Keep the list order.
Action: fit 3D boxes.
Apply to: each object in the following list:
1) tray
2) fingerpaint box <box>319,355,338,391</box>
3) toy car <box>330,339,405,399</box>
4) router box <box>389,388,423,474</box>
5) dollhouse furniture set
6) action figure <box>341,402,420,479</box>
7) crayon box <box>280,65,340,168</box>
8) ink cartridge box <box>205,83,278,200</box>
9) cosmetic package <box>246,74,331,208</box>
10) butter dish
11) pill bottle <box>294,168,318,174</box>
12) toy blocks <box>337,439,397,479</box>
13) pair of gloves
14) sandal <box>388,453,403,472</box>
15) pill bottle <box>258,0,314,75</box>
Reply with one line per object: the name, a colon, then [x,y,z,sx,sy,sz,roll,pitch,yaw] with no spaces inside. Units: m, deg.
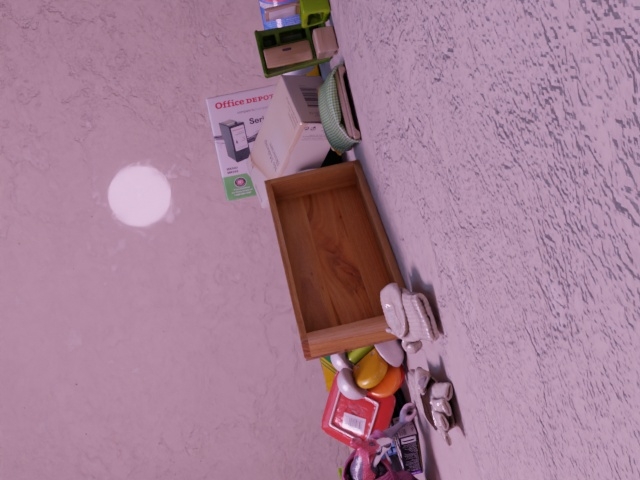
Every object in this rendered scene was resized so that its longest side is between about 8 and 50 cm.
tray: [0.026,0.023,1.380,0.076,0.203,0.411,81,175,-49]
fingerpaint box: [0.037,0.231,2.510,0.444,0.163,0.371,-106,5,-51]
toy car: [0.119,0.260,1.542,0.136,0.159,0.182,37,-162,-28]
router box: [0.187,0.435,1.676,0.179,0.046,0.133,-108,5,-57]
dollhouse furniture set: [-0.031,-0.318,1.473,0.197,0.151,0.301,161,96,-87]
action figure: [0.114,0.512,1.482,0.248,0.276,0.370,-97,-17,-52]
crayon box: [-0.034,-0.308,2.022,0.363,0.106,0.313,128,129,-86]
ink cartridge box: [-0.188,-0.273,2.001,0.121,0.211,0.289,-118,16,-81]
cosmetic package: [-0.071,-0.233,1.743,0.309,0.113,0.160,-60,43,46]
butter dish: [0.103,0.384,1.632,0.118,0.160,0.159,1,-73,-60]
pill bottle: [0.000,0.000,1.796,0.361,0.204,0.204,82,174,-56]
toy blocks: [0.161,0.654,2.239,0.261,0.191,0.381,101,157,-54]
pair of gloves: [0.148,0.183,1.124,0.204,0.042,0.240,-160,54,-79]
sandal: [0.230,0.813,1.948,0.167,0.107,0.445,89,168,-75]
pill bottle: [-0.073,-0.507,1.699,0.124,0.124,0.221,-106,5,-50]
